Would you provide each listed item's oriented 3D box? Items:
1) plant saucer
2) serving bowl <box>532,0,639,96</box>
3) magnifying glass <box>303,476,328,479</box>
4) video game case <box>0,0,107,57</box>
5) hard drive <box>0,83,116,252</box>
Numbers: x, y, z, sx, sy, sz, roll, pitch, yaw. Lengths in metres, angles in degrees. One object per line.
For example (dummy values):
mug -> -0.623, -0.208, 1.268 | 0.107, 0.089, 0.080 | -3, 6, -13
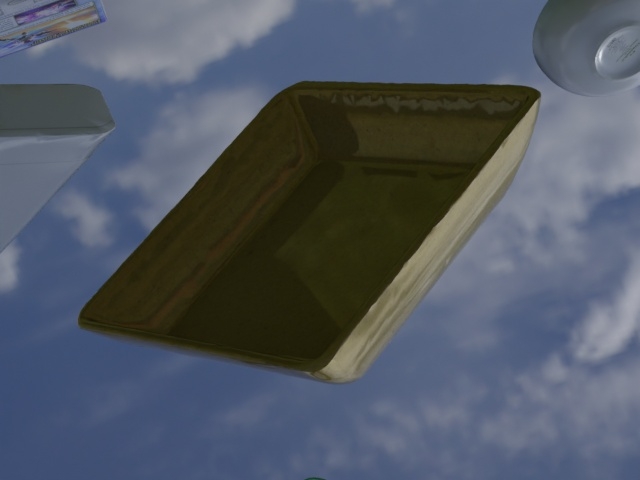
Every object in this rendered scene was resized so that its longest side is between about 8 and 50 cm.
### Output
plant saucer -> 0.000, 0.000, 1.581 | 0.333, 0.081, 0.333 | 7, -132, 48
serving bowl -> 0.154, -0.106, 0.961 | 0.083, 0.083, 0.027 | -21, -135, -1
magnifying glass -> 0.046, 0.285, 1.539 | 0.026, 0.092, 0.231 | -52, -132, 21
video game case -> -0.340, -0.213, 1.688 | 0.269, 0.061, 0.244 | -20, 173, -4
hard drive -> -0.285, 0.007, 1.112 | 0.203, 0.040, 0.307 | -5, 152, -45
